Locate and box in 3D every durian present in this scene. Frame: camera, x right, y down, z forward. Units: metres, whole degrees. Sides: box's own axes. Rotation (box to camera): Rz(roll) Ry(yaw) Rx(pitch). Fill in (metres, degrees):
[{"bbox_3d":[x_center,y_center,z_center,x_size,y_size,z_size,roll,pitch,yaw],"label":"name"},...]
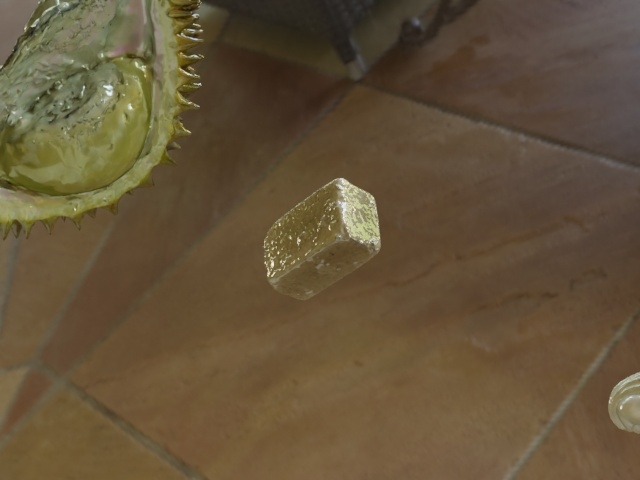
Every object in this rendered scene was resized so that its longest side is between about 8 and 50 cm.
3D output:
[{"bbox_3d":[-0.176,-0.131,0.848,0.306,0.166,0.172,-41,63,14],"label":"durian"}]

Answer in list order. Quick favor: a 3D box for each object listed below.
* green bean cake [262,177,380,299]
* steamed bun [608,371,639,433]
[{"bbox_3d":[0.000,0.000,1.705,0.179,0.085,0.109,-32,47,38],"label":"green bean cake"},{"bbox_3d":[0.545,0.256,1.833,0.182,0.183,0.106,11,90,36],"label":"steamed bun"}]
